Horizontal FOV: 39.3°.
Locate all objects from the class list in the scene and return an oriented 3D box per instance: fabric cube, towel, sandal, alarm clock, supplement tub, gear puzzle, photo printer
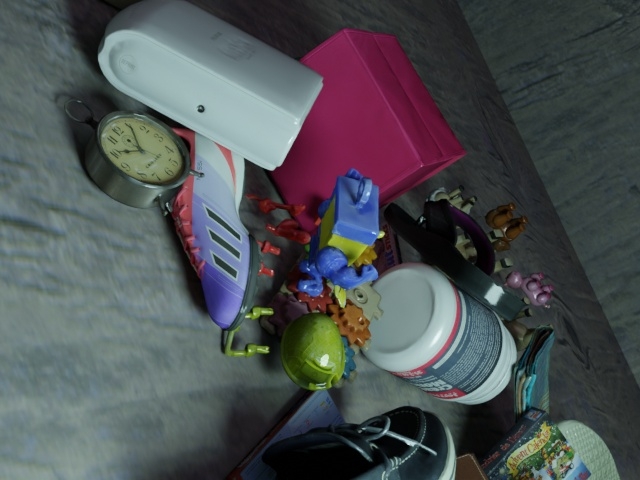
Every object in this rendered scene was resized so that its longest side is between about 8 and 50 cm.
[{"bbox_3d":[0.055,-0.186,1.563,0.258,0.254,0.259,61,26,4],"label":"fabric cube"},{"bbox_3d":[0.412,0.374,1.719,0.271,0.040,0.370,-31,121,-64],"label":"towel"},{"bbox_3d":[0.244,0.009,1.557,0.167,0.107,0.446,35,6,-24],"label":"sandal"},{"bbox_3d":[-0.250,-0.114,1.147,0.192,0.064,0.129,42,39,-5],"label":"alarm clock"},{"bbox_3d":[0.206,0.169,1.562,0.272,0.191,0.191,34,37,-44],"label":"supplement tub"},{"bbox_3d":[0.035,0.076,1.422,0.175,0.044,0.339,41,37,-8],"label":"gear puzzle"},{"bbox_3d":[-0.159,-0.243,1.300,0.308,0.107,0.256,28,26,-4],"label":"photo printer"}]

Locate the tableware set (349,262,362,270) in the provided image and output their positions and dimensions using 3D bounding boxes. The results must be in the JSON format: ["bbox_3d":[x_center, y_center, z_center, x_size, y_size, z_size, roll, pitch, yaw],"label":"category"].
[{"bbox_3d":[0.037,0.048,1.575,0.141,0.020,0.168,32,37,-46],"label":"tableware set"}]

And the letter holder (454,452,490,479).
[{"bbox_3d":[0.166,0.460,1.191,0.302,0.214,0.152,-120,-161,-59],"label":"letter holder"}]

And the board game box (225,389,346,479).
[{"bbox_3d":[-0.020,0.308,1.196,0.145,0.027,0.281,59,25,-1],"label":"board game box"}]

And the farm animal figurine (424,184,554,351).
[{"bbox_3d":[0.351,0.073,1.982,0.327,0.172,0.330,20,54,-37],"label":"farm animal figurine"}]

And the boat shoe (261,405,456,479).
[{"bbox_3d":[0.023,0.288,1.059,0.500,0.187,0.156,-24,91,-59],"label":"boat shoe"}]

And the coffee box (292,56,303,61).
[{"bbox_3d":[-0.002,-0.285,1.818,0.184,0.040,0.113,61,25,-1],"label":"coffee box"}]

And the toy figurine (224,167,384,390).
[{"bbox_3d":[0.000,0.000,1.262,0.191,0.217,0.362,24,39,-15],"label":"toy figurine"}]

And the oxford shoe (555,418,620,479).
[{"bbox_3d":[0.565,0.536,1.903,0.449,0.130,0.169,51,56,-34],"label":"oxford shoe"}]

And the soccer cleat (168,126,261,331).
[{"bbox_3d":[-0.158,-0.022,1.216,0.116,0.108,0.318,15,50,-32],"label":"soccer cleat"}]

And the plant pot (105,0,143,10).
[{"bbox_3d":[-0.275,-0.410,1.378,0.096,0.109,0.109,41,30,-59],"label":"plant pot"}]

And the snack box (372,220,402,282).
[{"bbox_3d":[0.122,0.044,1.683,0.022,0.064,0.178,39,33,-42],"label":"snack box"}]

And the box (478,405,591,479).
[{"bbox_3d":[0.341,0.425,1.542,0.159,0.233,0.044,53,-16,-18],"label":"box"}]
